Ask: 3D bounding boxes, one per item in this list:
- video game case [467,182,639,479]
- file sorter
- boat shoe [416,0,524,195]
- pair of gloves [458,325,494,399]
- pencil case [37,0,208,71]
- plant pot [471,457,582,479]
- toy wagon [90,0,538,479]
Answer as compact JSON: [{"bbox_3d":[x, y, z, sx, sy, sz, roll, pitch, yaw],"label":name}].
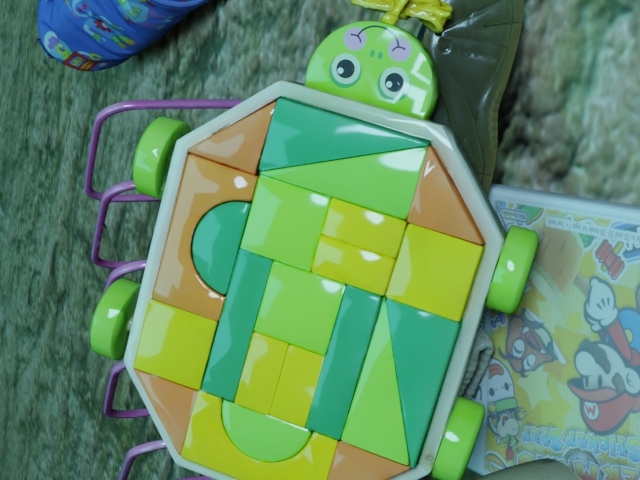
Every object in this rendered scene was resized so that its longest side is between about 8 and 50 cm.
[{"bbox_3d":[0.167,0.077,0.682,0.227,0.026,0.206,16,107,58],"label":"video game case"},{"bbox_3d":[-0.093,0.049,0.903,0.202,0.182,0.291,122,141,-64],"label":"file sorter"},{"bbox_3d":[0.085,-0.080,0.748,0.073,0.080,0.224,-59,-16,-78],"label":"boat shoe"},{"bbox_3d":[0.042,0.081,0.854,0.240,0.042,0.204,112,145,-45],"label":"pair of gloves"},{"bbox_3d":[-0.220,-0.277,1.197,0.306,0.133,0.119,-12,51,59],"label":"pencil case"},{"bbox_3d":[0.070,0.284,0.617,0.284,0.190,0.284,170,90,-83],"label":"plant pot"},{"bbox_3d":[0.000,0.000,0.702,0.267,0.068,0.344,18,101,11],"label":"toy wagon"}]
